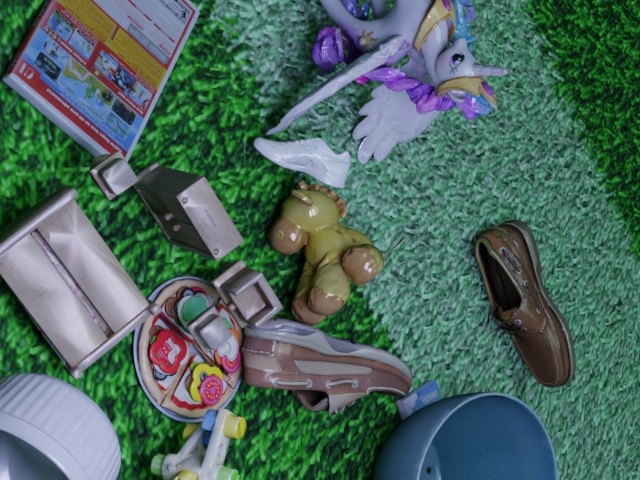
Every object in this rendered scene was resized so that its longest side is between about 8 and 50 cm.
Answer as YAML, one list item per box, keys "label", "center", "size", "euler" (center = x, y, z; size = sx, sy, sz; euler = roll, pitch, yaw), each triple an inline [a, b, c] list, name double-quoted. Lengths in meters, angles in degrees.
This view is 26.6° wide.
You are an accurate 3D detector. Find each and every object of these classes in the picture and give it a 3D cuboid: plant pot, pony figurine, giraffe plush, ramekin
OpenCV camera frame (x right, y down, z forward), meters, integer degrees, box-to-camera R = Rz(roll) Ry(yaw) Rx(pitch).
- label: "plant pot"
  center: [0.192, 0.370, 2.070]
  size: [0.290, 0.195, 0.290]
  euler: [1, 89, -37]
- label: "pony figurine"
  center: [0.096, -0.293, 2.024]
  size: [0.302, 0.351, 0.364]
  euler: [1, 64, -49]
- label: "giraffe plush"
  center: [0.000, 0.000, 1.984]
  size: [0.170, 0.181, 0.210]
  euler: [48, 61, -3]
- label: "ramekin"
  center: [-0.328, 0.249, 1.564]
  size: [0.207, 0.207, 0.109]
  euler: [59, 39, -22]

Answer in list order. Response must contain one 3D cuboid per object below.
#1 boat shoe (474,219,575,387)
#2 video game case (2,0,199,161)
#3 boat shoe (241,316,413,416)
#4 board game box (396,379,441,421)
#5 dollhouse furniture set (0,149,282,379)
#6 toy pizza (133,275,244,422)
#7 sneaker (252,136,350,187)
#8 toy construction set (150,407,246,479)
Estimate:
- label: "boat shoe"
  center: [0.343, 0.122, 2.353]
  size: [0.104, 0.110, 0.307]
  euler: [-22, 90, -42]
- label: "video game case"
  center: [-0.285, -0.264, 1.808]
  size: [0.204, 0.025, 0.285]
  euler: [42, 55, -34]
- label: "boat shoe"
  center: [0.004, 0.196, 1.984]
  size: [0.324, 0.123, 0.116]
  euler: [20, 79, -39]
- label: "board game box"
  center: [0.167, 0.284, 2.198]
  size: [0.090, 0.020, 0.090]
  euler: [-26, 102, -45]
- label: "dollhouse furniture set"
  center: [-0.284, 0.066, 1.741]
  size: [0.355, 0.174, 0.303]
  euler: [-38, 112, -17]
- label: "toy pizza"
  center: [-0.172, 0.148, 1.858]
  size: [0.201, 0.032, 0.201]
  euler: [9, 78, -45]
- label: "sneaker"
  center: [-0.027, -0.129, 2.000]
  size: [0.152, 0.054, 0.061]
  euler: [20, 99, -13]
- label: "toy construction set"
  center: [-0.187, 0.386, 1.721]
  size: [0.328, 0.151, 0.215]
  euler: [-47, 142, -31]
